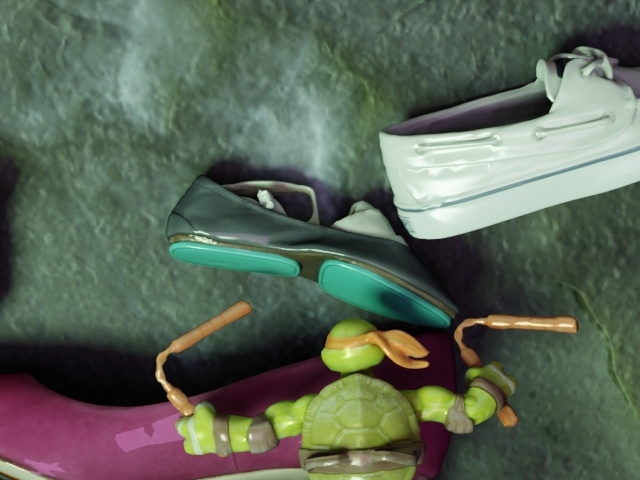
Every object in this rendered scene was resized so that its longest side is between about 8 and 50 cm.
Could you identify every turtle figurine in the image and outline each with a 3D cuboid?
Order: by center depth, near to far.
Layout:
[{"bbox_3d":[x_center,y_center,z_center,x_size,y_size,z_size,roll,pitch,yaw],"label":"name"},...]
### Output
[{"bbox_3d":[0.040,0.139,0.895,0.270,0.087,0.217,-5,90,-7],"label":"turtle figurine"}]

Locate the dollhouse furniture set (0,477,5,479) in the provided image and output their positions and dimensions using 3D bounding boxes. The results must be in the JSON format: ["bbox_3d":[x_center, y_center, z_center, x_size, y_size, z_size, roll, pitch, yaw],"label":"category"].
[{"bbox_3d":[-0.256,0.227,0.990,0.144,0.123,0.151,33,78,-31],"label":"dollhouse furniture set"}]

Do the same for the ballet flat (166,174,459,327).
[{"bbox_3d":[0.000,0.000,0.963,0.203,0.074,0.074,15,106,-1],"label":"ballet flat"}]

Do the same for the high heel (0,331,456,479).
[{"bbox_3d":[-0.100,0.103,0.993,0.377,0.127,0.181,18,77,-3],"label":"high heel"}]

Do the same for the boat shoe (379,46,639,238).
[{"bbox_3d":[0.164,-0.080,0.929,0.258,0.095,0.084,-21,111,3],"label":"boat shoe"}]
